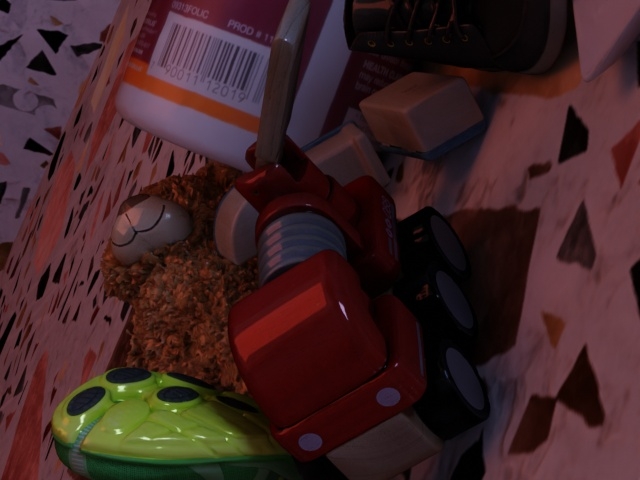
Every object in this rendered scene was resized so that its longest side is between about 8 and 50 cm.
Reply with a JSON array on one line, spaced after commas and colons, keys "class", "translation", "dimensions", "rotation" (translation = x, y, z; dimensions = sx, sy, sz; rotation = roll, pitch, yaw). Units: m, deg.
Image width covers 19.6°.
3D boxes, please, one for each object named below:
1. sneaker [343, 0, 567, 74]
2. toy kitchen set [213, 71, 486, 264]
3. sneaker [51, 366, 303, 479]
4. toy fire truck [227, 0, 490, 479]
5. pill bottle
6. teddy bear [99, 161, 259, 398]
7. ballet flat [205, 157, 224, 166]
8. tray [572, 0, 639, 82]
[{"class": "sneaker", "translation": [0.088, -0.153, 1.256], "dimensions": [0.222, 0.118, 0.083], "rotation": [163, 109, -77]}, {"class": "toy kitchen set", "translation": [0.035, -0.003, 1.363], "dimensions": [0.207, 0.166, 0.122], "rotation": [-30, 13, -9]}, {"class": "sneaker", "translation": [-0.067, 0.160, 1.203], "dimensions": [0.109, 0.295, 0.123], "rotation": [25, 92, 34]}, {"class": "toy fire truck", "translation": [0.000, 0.000, 1.143], "dimensions": [0.158, 0.246, 0.217], "rotation": [-32, 31, 21]}, {"class": "pill bottle", "translation": [-0.001, -0.246, 1.516], "dimensions": [0.224, 0.224, 0.392], "rotation": [-145, 76, -74]}, {"class": "teddy bear", "translation": [-0.092, 0.070, 1.491], "dimensions": [0.245, 0.113, 0.338], "rotation": [-38, 52, 40]}, {"class": "ballet flat", "translation": [-0.083, -0.130, 2.012], "dimensions": [0.049, 0.057, 0.173], "rotation": [54, -134, -58]}, {"class": "tray", "translation": [0.202, -0.225, 1.158], "dimensions": [0.270, 0.030, 0.145], "rotation": [-87, 22, -48]}]
